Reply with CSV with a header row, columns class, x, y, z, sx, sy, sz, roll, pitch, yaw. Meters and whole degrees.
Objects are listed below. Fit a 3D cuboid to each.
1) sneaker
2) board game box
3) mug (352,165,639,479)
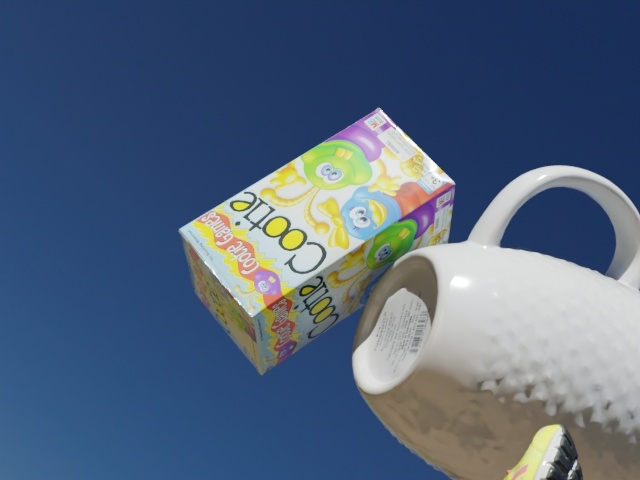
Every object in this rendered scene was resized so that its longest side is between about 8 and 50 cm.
class,x,y,z,sx,sy,sz,roll,pitch,yaw
sneaker,0.147,0.236,0.906,0.094,0.208,0.081,5,-38,39
board game box,0.000,0.000,1.263,0.142,0.275,0.144,48,-19,27
mug,0.233,0.100,1.220,0.328,0.374,0.276,23,-1,-23
